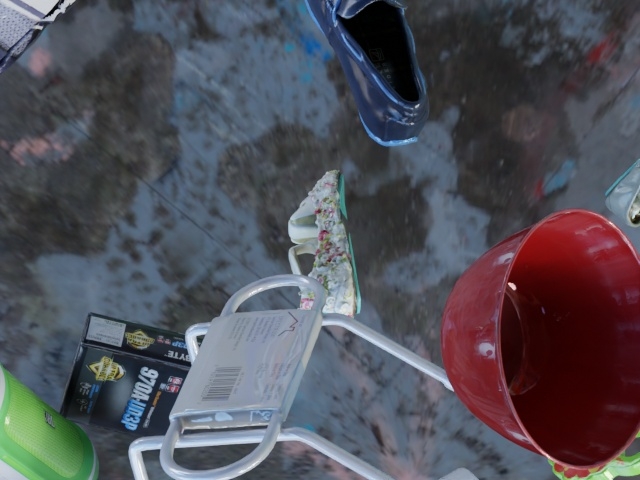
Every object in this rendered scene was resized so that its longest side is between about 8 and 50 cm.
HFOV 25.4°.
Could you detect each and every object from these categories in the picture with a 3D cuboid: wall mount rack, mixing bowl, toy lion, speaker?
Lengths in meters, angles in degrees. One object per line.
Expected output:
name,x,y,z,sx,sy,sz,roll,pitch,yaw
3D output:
wall mount rack,-0.013,0.167,1.410,0.304,0.350,0.130,-4,119,15
mixing bowl,0.151,0.071,1.022,0.098,0.181,0.181,-6,76,47
toy lion,0.232,0.161,1.142,0.034,0.100,0.096,44,76,-31
speaker,-0.380,0.235,1.723,0.131,0.296,0.131,-9,59,15

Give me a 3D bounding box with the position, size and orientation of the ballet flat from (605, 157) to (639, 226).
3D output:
ballet flat,0.430,-0.098,1.765,0.072,0.213,0.068,-18,60,-38

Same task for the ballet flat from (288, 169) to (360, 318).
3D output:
ballet flat,0.000,0.000,1.672,0.077,0.091,0.241,-4,40,-1

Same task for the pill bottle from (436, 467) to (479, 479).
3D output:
pill bottle,0.064,0.440,1.728,0.363,0.210,0.210,-28,80,-11

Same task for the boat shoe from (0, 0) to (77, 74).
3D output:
boat shoe,-0.314,-0.183,0.860,0.158,0.340,0.127,-47,44,12

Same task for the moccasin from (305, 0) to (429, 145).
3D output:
moccasin,0.075,-0.295,1.890,0.138,0.117,0.342,-19,72,-20

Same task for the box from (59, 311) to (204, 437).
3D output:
box,-0.234,0.182,1.828,0.175,0.220,0.051,15,54,-10
